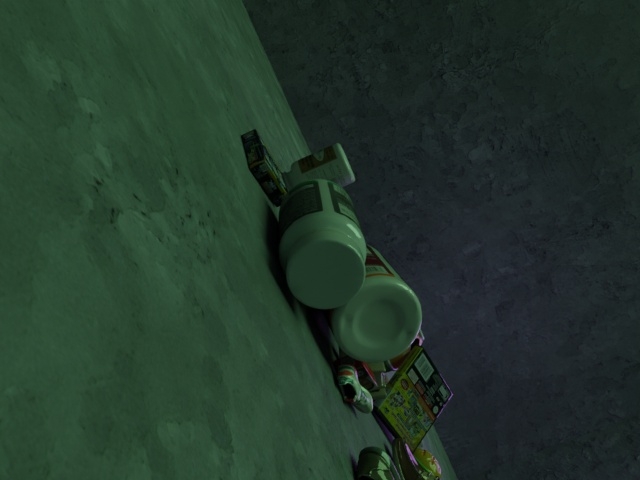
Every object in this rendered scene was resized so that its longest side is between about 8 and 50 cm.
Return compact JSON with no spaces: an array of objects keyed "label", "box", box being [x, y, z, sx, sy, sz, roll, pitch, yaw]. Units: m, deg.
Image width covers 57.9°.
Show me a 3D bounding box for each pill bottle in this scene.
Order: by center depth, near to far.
[{"label":"pill bottle","box":[0.000,0.000,1.389,0.361,0.204,0.204,-98,163,-66]},{"label":"pill bottle","box":[0.102,0.137,1.543,0.224,0.224,0.392,64,-2,-20]},{"label":"pill bottle","box":[-0.022,-0.194,1.763,0.131,0.230,0.131,-23,90,-83]}]

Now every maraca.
[{"label":"maraca","box":[0.319,0.726,1.895,0.186,0.099,0.127,39,-13,35]}]

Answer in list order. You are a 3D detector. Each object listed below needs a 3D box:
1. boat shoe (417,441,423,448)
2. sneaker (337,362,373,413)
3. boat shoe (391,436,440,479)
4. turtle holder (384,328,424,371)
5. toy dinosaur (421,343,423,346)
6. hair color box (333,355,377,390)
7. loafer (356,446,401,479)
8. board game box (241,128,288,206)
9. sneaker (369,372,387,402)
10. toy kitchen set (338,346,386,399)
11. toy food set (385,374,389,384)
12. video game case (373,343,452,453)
[{"label":"boat shoe","box":[0.334,0.705,2.088,0.227,0.081,0.079,2,65,-87]},{"label":"sneaker","box":[0.080,0.380,1.415,0.075,0.057,0.161,-69,139,-56]},{"label":"boat shoe","box":[0.301,0.717,1.660,0.123,0.117,0.324,38,29,-76]},{"label":"turtle holder","box":[0.206,0.287,1.920,0.320,0.228,0.243,-95,159,-69]},{"label":"toy dinosaur","box":[0.306,0.401,2.422,0.127,0.201,0.295,59,9,-48]},{"label":"hair color box","box":[0.093,0.346,1.499,0.141,0.072,0.043,58,10,-48]},{"label":"loafer","box":[0.143,0.554,1.195,0.251,0.094,0.087,57,31,0]},{"label":"board game box","box":[-0.148,-0.195,1.570,0.170,0.048,0.141,58,9,-49]},{"label":"sneaker","box":[0.177,0.461,1.797,0.178,0.072,0.077,55,22,-33]},{"label":"toy kitchen set","box":[0.111,0.337,1.642,0.166,0.122,0.207,-101,-174,-62]},{"label":"toy food set","box":[0.260,0.564,2.274,0.082,0.020,0.083,12,54,-82]},{"label":"video game case","box":[0.294,0.504,1.827,0.035,0.248,0.274,15,-34,49]}]
